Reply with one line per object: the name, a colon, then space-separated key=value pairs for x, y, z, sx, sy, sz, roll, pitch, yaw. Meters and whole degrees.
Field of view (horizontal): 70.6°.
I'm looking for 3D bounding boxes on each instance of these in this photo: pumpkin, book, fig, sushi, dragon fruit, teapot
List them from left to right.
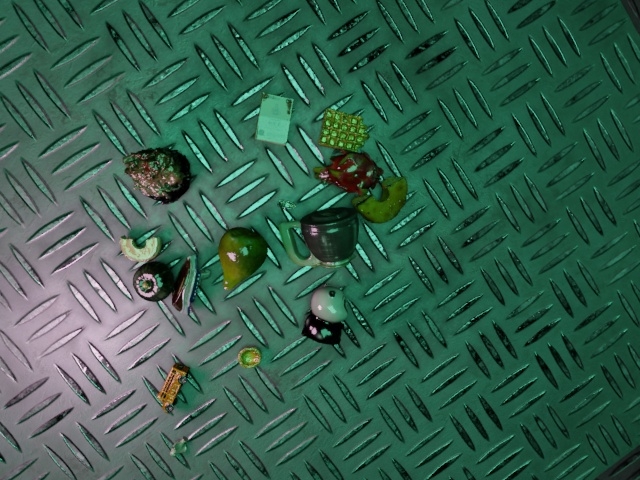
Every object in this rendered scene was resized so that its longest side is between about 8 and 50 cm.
pumpkin: x=-0.684 y=0.169 z=1.857 sx=0.167 sy=0.125 sz=0.167 roll=1 pitch=78 yaw=-6
sushi: x=-0.637 y=-0.264 z=1.779 sx=0.238 sy=0.219 sz=0.225 roll=-32 pitch=94 yaw=-4
fig: x=-0.335 y=0.090 z=1.877 sx=0.206 sy=0.206 sz=0.275 roll=17 pitch=107 yaw=-8
book: x=-0.196 y=-0.512 z=1.911 sx=0.138 sy=0.016 sz=0.199 roll=10 pitch=93 yaw=-8
teapot: x=0.009 y=0.005 z=1.875 sx=0.321 sy=0.239 sz=0.239 roll=-12 pitch=107 yaw=-10
dragon fruit: x=0.119 y=-0.283 z=1.901 sx=0.200 sy=0.269 sz=0.198 roll=16 pitch=76 yaw=-45

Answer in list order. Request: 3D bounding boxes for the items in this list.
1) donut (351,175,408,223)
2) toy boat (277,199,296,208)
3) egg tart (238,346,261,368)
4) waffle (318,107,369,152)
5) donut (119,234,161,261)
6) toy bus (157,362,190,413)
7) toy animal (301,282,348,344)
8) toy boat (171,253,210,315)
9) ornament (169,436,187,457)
donut: x=0.261 y=-0.157 z=1.940 sx=0.259 sy=0.101 sz=0.152 roll=-30 pitch=115 yaw=-15
toy boat: x=-0.143 y=-0.154 z=1.938 sx=0.083 sy=0.038 sz=0.038 roll=10 pitch=94 yaw=-6
egg tart: x=-0.308 y=0.509 z=1.973 sx=0.105 sy=0.039 sz=0.105 roll=-1 pitch=95 yaw=-7
waffle: x=0.109 y=-0.466 z=1.930 sx=0.210 sy=0.055 sz=0.160 roll=10 pitch=95 yaw=-7
donut: x=-0.740 y=0.034 z=1.869 sx=0.166 sy=0.065 sz=0.108 roll=1 pitch=95 yaw=-8
toy bus: x=-0.629 y=0.628 z=1.924 sx=0.088 sy=0.083 sz=0.194 roll=25 pitch=89 yaw=-5
toy animal: x=0.030 y=0.310 z=1.920 sx=0.165 sy=0.187 sz=0.235 roll=15 pitch=95 yaw=-17
toy boat: x=-0.537 y=0.186 z=1.891 sx=0.115 sy=0.114 sz=0.262 roll=19 pitch=92 yaw=-40
ornament: x=-0.617 y=0.903 z=1.970 sx=0.092 sy=0.041 sz=0.068 roll=-28 pitch=120 yaw=-15
